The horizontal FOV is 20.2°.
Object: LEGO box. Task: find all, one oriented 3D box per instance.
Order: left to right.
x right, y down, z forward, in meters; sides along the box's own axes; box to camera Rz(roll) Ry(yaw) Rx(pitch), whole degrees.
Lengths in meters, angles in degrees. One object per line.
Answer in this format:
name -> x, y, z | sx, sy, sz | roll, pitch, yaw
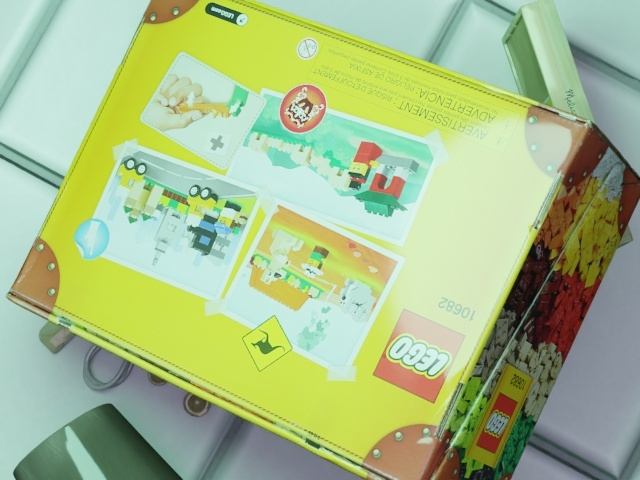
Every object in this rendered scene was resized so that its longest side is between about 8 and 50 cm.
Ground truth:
LEGO box -> 0.000, 0.000, 1.743 | 0.500, 0.193, 0.372 | 24, 86, 28

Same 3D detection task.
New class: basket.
basket -> -0.205, 0.297, 1.862 | 0.227, 0.154, 0.204 | 52, 43, 9

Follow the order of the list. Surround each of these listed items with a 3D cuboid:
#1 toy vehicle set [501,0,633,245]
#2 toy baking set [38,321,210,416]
toy vehicle set -> 0.259, -0.112, 1.903 | 0.035, 0.166, 0.266 | -18, 86, -3
toy baking set -> -0.167, 0.081, 1.943 | 0.256, 0.030, 0.196 | 16, 85, 0
